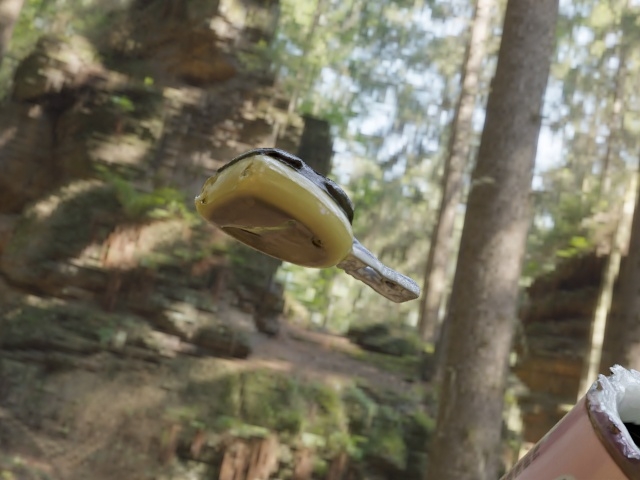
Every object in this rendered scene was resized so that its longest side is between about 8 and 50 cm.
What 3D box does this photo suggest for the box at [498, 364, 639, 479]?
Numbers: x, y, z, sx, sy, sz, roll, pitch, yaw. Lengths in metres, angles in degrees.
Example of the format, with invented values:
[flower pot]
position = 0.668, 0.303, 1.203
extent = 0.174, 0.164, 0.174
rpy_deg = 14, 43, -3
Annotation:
[box]
position = 0.124, 0.137, 0.499
extent = 0.151, 0.151, 0.135
rpy_deg = 25, -67, -30

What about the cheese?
[cheese]
position = 0.000, -0.001, 0.821
extent = 0.162, 0.036, 0.086
rpy_deg = 31, -35, -27
